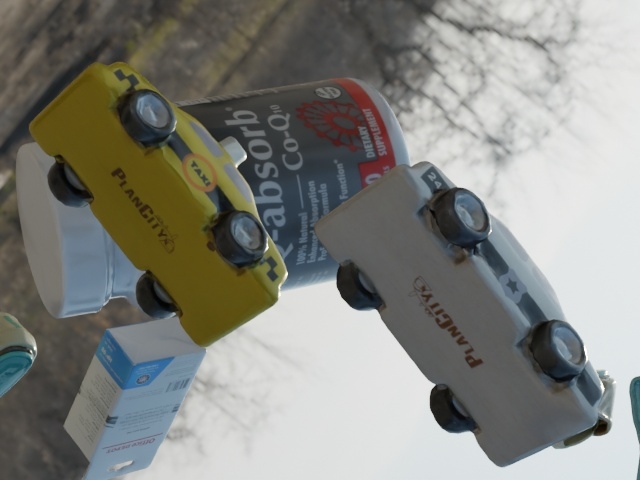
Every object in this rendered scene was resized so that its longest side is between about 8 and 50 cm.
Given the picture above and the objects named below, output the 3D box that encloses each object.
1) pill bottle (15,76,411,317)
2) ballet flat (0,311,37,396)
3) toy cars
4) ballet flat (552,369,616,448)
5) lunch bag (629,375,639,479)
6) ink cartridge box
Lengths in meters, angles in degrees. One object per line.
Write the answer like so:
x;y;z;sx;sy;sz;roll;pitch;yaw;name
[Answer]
-0.107;-0.039;1.370;0.363;0.210;0.210;-12;167;-23;pill bottle
-0.388;0.169;1.401;0.248;0.086;0.086;-45;-174;9;ballet flat
0.000;0.000;0.842;0.087;0.393;0.176;-44;147;-50;toy cars
0.217;0.161;1.278;0.080;0.073;0.232;-8;172;40;ballet flat
0.416;0.170;1.154;0.223;0.262;0.160;-7;95;-65;lunch bag
-0.207;0.173;1.468;0.104;0.060;0.180;-7;134;-47;ink cartridge box
